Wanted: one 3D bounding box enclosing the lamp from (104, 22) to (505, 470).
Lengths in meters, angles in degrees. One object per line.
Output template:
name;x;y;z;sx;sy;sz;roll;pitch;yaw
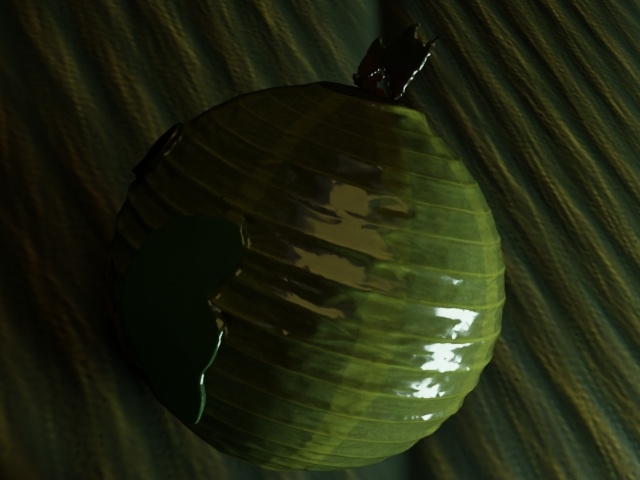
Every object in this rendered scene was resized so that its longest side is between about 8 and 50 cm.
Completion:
lamp;0.000;0.000;0.618;0.250;0.284;0.250;19;15;-5
